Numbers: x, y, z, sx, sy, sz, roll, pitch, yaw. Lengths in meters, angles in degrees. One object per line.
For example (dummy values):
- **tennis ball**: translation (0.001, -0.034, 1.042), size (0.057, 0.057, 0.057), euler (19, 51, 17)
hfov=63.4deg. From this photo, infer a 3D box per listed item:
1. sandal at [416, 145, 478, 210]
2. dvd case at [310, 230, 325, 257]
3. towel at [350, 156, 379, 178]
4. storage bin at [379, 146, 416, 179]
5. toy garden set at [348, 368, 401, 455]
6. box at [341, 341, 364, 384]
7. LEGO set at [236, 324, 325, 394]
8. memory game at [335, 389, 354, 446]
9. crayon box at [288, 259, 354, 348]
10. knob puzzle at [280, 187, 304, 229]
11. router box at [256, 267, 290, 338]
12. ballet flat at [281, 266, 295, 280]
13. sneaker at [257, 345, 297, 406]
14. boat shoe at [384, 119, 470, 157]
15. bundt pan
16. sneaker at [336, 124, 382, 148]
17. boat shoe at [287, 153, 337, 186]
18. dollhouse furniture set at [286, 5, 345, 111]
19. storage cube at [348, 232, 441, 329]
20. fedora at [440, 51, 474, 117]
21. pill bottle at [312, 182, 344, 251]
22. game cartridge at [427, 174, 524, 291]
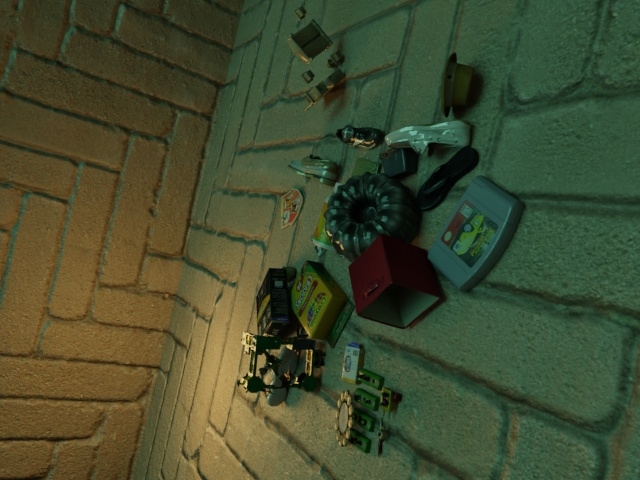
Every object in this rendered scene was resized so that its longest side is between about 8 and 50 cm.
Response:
- **sandal**: translation (0.374, -0.195, 1.594), size (0.254, 0.054, 0.097), euler (-51, 40, 34)
- **dvd case**: translation (0.000, 0.000, 2.143), size (0.087, 0.013, 0.119), euler (-57, 36, 28)
- **towel**: translation (0.168, -0.254, 1.965), size (0.148, 0.027, 0.110), euler (31, 105, 56)
- **storage bin**: translation (0.265, -0.264, 1.764), size (0.135, 0.098, 0.091), euler (-17, 75, 54)
- **toy garden set**: translation (0.157, 0.555, 1.651), size (0.203, 0.049, 0.245), euler (7, 84, 58)
- **box**: translation (0.114, 0.422, 1.791), size (0.081, 0.028, 0.136), euler (-5, 72, 57)
- **LEGO set**: translation (-0.170, 0.454, 1.966), size (0.192, 0.331, 0.255), euler (172, 95, -64)
- **memory game**: translation (0.081, 0.596, 1.737), size (0.186, 0.012, 0.186), euler (-171, 90, -77)
- **crayon box**: translation (-0.008, 0.239, 2.000), size (0.318, 0.081, 0.202), euler (48, 118, 53)
- **knob puzzle**: translation (-0.139, -0.160, 2.406), size (0.213, 0.030, 0.213), euler (-28, 55, 50)
- **router box**: translation (-0.208, 0.292, 2.212), size (0.309, 0.080, 0.243), euler (120, 149, -56)
- **ballet flat**: translation (-0.199, 0.165, 2.333), size (0.232, 0.073, 0.080), euler (-35, 50, 47)
- **sneaker**: translation (-0.187, 0.535, 2.143), size (0.153, 0.101, 0.269), euler (31, 107, 54)
- **boat shoe**: translation (0.328, -0.307, 1.616), size (0.277, 0.098, 0.096), euler (-3, 87, 35)
- **bundt pan**: translation (0.152, -0.087, 1.696), size (0.330, 0.124, 0.331), euler (-11, 62, 22)
- **sneaker**: translation (0.138, -0.402, 1.994), size (0.234, 0.106, 0.078), euler (17, 93, 58)
- **boat shoe**: translation (-0.027, -0.313, 2.226), size (0.302, 0.113, 0.103), euler (26, 100, 47)
- **dollhouse furniture set**: translation (-0.087, -0.778, 2.245), size (0.173, 0.355, 0.303), euler (-31, 15, 48)
- **storage cube**: translation (0.220, 0.126, 1.573), size (0.184, 0.214, 0.193), euler (-50, 34, 37)
- **fedora**: translation (0.420, -0.470, 1.573), size (0.079, 0.194, 0.195), euler (9, 85, 21)
- **pill bottle**: translation (0.069, -0.088, 1.952), size (0.136, 0.136, 0.246), euler (27, 101, 57)
- **game cartridge**: translation (0.429, -0.014, 1.444), size (0.196, 0.060, 0.294), euler (50, 120, 48)
